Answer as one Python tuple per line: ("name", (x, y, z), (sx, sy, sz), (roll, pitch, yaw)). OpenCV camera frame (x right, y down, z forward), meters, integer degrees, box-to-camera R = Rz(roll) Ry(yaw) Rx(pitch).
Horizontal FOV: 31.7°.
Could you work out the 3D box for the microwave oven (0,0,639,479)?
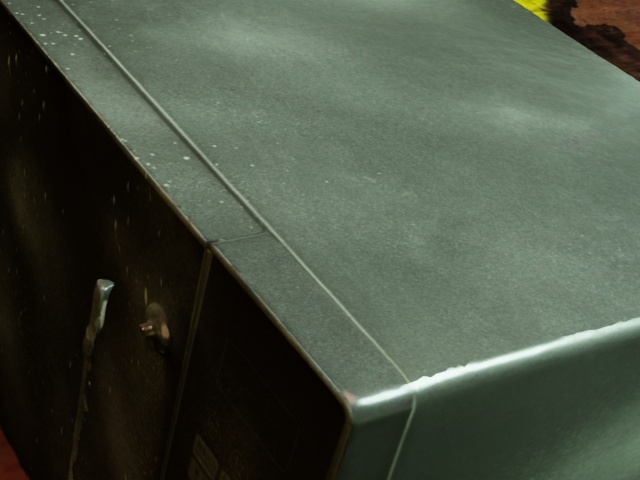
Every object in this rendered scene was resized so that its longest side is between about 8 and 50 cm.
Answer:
("microwave oven", (0.000, 0.000, 0.610), (0.374, 0.236, 0.432), (-11, 41, -33))
